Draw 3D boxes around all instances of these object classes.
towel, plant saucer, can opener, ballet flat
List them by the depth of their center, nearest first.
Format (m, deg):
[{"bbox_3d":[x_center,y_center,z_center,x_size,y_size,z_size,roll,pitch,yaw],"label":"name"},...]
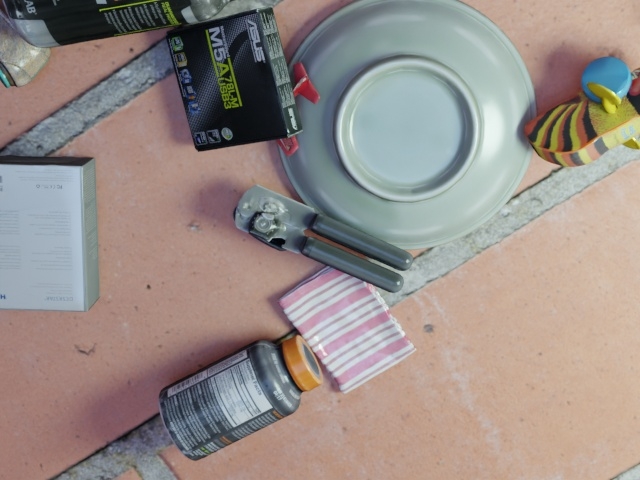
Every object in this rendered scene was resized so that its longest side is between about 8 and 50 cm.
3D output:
[{"bbox_3d":[-0.516,-0.377,1.670,0.106,0.107,0.316,-38,105,-10],"label":"ballet flat"},{"bbox_3d":[0.128,-0.171,1.679,0.401,0.100,0.400,1,103,3],"label":"plant saucer"},{"bbox_3d":[0.000,0.000,1.732,0.284,0.095,0.076,24,80,-3],"label":"can opener"},{"bbox_3d":[0.042,0.137,1.791,0.144,0.029,0.197,-33,100,10],"label":"towel"}]

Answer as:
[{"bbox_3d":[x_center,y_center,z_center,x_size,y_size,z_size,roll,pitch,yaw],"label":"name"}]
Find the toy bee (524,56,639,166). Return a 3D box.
[{"bbox_3d":[0.448,-0.198,1.610,0.298,0.195,0.162,-52,53,25],"label":"toy bee"}]

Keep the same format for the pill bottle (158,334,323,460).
[{"bbox_3d":[-0.121,0.240,1.771,0.246,0.130,0.130,-27,101,8],"label":"pill bottle"}]

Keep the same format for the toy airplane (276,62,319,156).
[{"bbox_3d":[-0.056,-0.208,1.674,0.151,0.028,0.151,14,111,41],"label":"toy airplane"}]

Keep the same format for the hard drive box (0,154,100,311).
[{"bbox_3d":[-0.444,-0.012,1.746,0.181,0.089,0.232,2,103,2],"label":"hard drive box"}]

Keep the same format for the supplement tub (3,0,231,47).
[{"bbox_3d":[-0.270,-0.398,1.587,0.338,0.207,0.207,-9,103,4],"label":"supplement tub"}]

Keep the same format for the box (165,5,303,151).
[{"bbox_3d":[-0.129,-0.235,1.660,0.184,0.045,0.190,-3,106,38],"label":"box"}]
